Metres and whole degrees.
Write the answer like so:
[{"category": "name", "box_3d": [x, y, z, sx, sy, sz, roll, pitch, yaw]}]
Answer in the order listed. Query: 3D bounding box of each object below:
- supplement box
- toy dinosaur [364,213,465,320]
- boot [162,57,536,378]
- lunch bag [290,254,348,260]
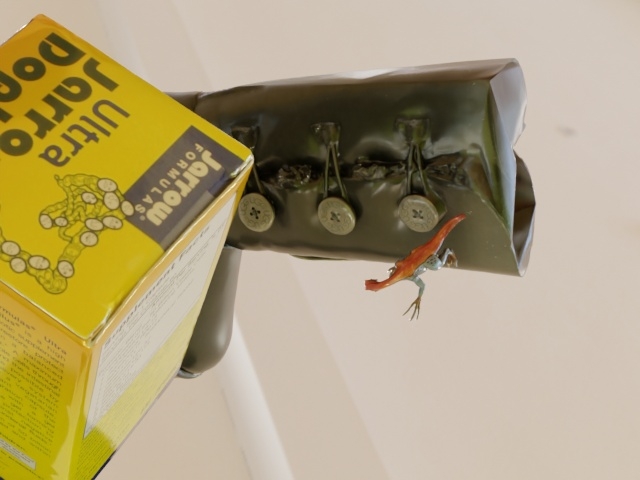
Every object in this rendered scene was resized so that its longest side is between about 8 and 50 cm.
[{"category": "supplement box", "box_3d": [-0.214, 0.040, 0.835, 0.195, 0.356, 0.194, 34, -126, 5]}, {"category": "toy dinosaur", "box_3d": [0.074, 0.018, 0.894, 0.047, 0.090, 0.082, 25, -157, 39]}, {"category": "boot", "box_3d": [-0.001, -0.001, 1.090, 0.445, 0.367, 0.146, -3, -143, 19]}, {"category": "lunch bag", "box_3d": [0.067, -0.058, 1.558, 0.235, 0.287, 0.169, -2, -103, -25]}]
